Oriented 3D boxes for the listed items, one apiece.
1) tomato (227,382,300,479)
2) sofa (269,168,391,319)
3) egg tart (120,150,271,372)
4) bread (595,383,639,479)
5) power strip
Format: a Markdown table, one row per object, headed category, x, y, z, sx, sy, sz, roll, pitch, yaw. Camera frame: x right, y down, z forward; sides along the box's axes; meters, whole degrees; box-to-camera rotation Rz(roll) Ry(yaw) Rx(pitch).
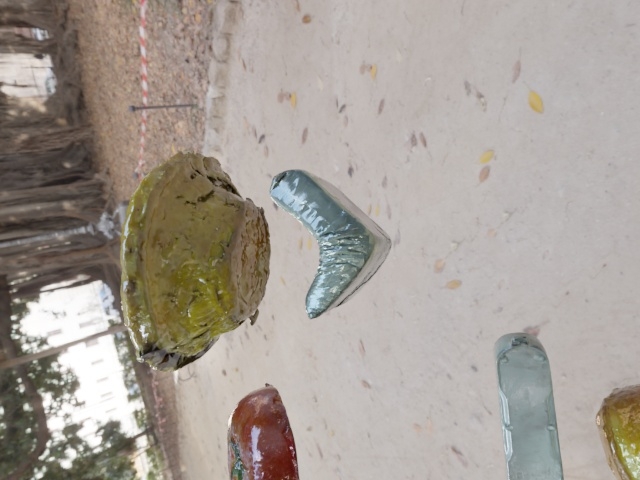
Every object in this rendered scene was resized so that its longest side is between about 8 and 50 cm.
| category | x | y | z | sx | sy | sz | roll | pitch | yaw |
| --- | --- | --- | --- | --- | --- | --- | --- | --- | --- |
| tomato | -0.102 | 0.352 | 0.676 | 0.225 | 0.084 | 0.225 | 179 | 90 | -67 |
| sofa | 0.000 | 0.000 | 0.770 | 0.225 | 0.210 | 0.176 | 43 | 103 | 12 |
| egg tart | -0.119 | 0.023 | 0.449 | 0.241 | 0.105 | 0.241 | 4 | -90 | -81 |
| bread | 0.567 | 0.321 | 0.706 | 0.143 | 0.228 | 0.140 | -38 | 76 | 42 |
| power strip | 0.307 | 0.262 | 0.618 | 0.048 | 0.080 | 0.286 | -55 | -47 | -67 |
